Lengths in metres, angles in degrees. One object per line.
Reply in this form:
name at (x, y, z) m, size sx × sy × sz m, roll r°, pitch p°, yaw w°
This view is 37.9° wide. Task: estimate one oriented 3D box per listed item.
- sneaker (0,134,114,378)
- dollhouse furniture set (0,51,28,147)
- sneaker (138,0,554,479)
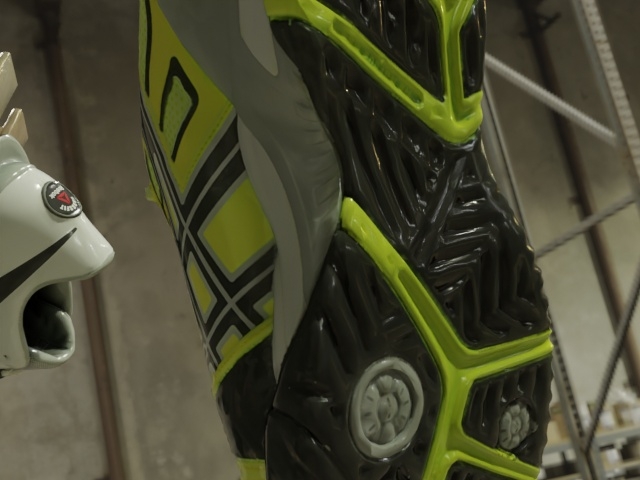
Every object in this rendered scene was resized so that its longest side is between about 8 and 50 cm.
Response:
sneaker at (-0.284, 0.077, 0.755) m, size 0.330 × 0.146 × 0.122 m, roll -45°, pitch 8°, yaw 34°
dollhouse furniture set at (-0.402, -0.125, 0.815) m, size 0.212 × 0.161 × 0.242 m, roll 11°, pitch -36°, yaw 2°
sneaker at (0.000, 0.000, 0.417) m, size 0.145 × 0.384 × 0.147 m, roll -6°, pitch 2°, yaw -39°
